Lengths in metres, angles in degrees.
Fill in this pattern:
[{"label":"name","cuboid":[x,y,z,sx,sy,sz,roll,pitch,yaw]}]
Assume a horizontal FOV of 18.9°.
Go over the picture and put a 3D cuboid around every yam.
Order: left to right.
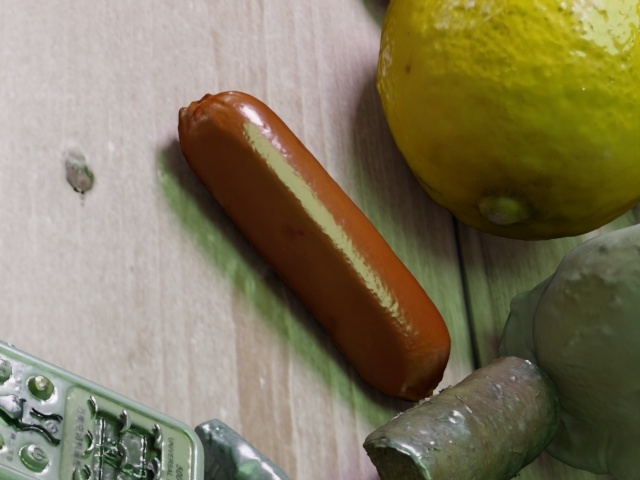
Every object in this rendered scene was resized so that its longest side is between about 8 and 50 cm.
[{"label":"yam","cuboid":[0.122,0.181,1.686,0.106,0.106,0.259,54,35,9]}]

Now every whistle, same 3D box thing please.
[{"label":"whistle","cuboid":[-0.036,0.230,1.471,0.223,0.123,0.123,47,32,24]}]

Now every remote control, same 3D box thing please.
[{"label":"remote control","cuboid":[-0.232,0.137,1.378,0.335,0.065,0.128,27,37,-27]}]

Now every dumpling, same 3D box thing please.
[{"label":"dumpling","cuboid":[0.305,0.077,1.772,0.212,0.320,0.270,37,61,0]}]

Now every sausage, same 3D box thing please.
[{"label":"sausage","cuboid":[0.000,0.000,1.737,0.348,0.094,0.097,49,38,0]}]

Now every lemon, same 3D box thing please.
[{"label":"lemon","cuboid":[0.225,-0.157,1.940,0.364,0.364,0.364,28,39,-26]}]
